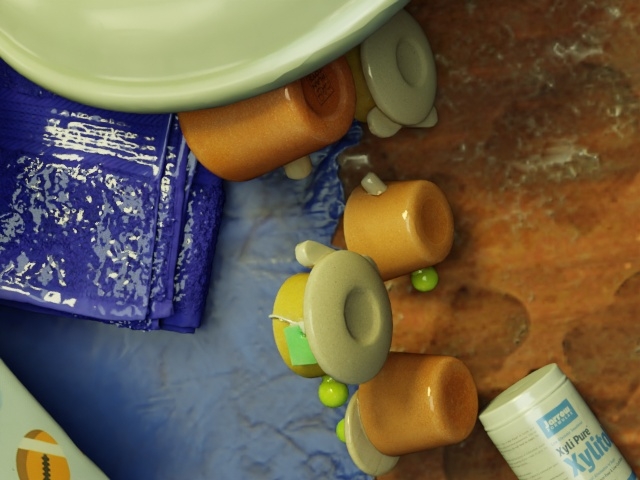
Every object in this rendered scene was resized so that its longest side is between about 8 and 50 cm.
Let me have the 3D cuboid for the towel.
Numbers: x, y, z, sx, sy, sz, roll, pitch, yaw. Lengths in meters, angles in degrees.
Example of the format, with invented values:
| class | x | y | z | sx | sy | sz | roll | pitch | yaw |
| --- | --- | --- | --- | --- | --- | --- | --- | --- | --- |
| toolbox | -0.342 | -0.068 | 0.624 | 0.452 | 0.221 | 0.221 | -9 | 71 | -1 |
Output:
| class | x | y | z | sx | sy | sz | roll | pitch | yaw |
| --- | --- | --- | --- | --- | --- | --- | --- | --- | --- |
| towel | -0.172 | -0.099 | 0.904 | 0.228 | 0.076 | 0.308 | 10 | 89 | 3 |

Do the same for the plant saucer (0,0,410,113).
| class | x | y | z | sx | sy | sz | roll | pitch | yaw |
| --- | --- | --- | --- | --- | --- | --- | --- | --- | --- |
| plant saucer | -0.086 | -0.279 | 0.797 | 0.401 | 0.100 | 0.400 | -7 | 68 | 18 |

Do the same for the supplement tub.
| class | x | y | z | sx | sy | sz | roll | pitch | yaw |
| --- | --- | --- | --- | --- | --- | --- | --- | --- | --- |
| supplement tub | 0.167 | 0.148 | 0.877 | 0.071 | 0.071 | 0.107 | -35 | 87 | 2 |

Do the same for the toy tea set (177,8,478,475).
| class | x | y | z | sx | sy | sz | roll | pitch | yaw |
| --- | --- | --- | --- | --- | --- | --- | --- | --- | --- |
| toy tea set | 0.000 | 0.000 | 0.862 | 0.124 | 0.200 | 0.336 | -10 | 87 | 38 |

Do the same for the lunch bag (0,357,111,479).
| class | x | y | z | sx | sy | sz | roll | pitch | yaw |
| --- | --- | --- | --- | --- | --- | --- | --- | --- | --- |
| lunch bag | -0.363 | 0.183 | 0.824 | 0.385 | 0.239 | 0.328 | -42 | 88 | 30 |
